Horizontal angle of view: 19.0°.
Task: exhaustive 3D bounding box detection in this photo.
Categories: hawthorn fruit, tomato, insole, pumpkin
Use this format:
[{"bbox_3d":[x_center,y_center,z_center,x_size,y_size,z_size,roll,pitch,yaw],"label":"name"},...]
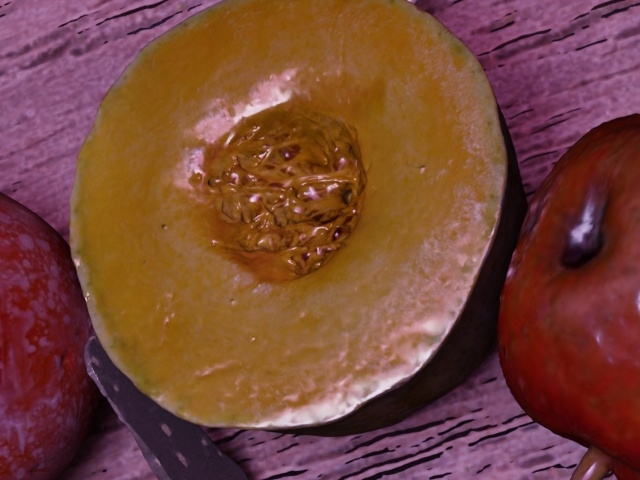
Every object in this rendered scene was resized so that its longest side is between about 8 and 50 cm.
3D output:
[{"bbox_3d":[0.243,0.045,1.300,0.258,0.258,0.261,16,115,17],"label":"hawthorn fruit"},{"bbox_3d":[-0.282,0.084,1.424,0.270,0.227,0.270,2,95,30],"label":"tomato"},{"bbox_3d":[-0.092,0.166,1.392,0.011,0.081,0.248,-30,101,33],"label":"insole"},{"bbox_3d":[0.000,0.000,1.404,0.332,0.199,0.332,-7,67,16],"label":"pumpkin"}]

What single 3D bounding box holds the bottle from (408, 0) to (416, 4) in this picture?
[{"bbox_3d":[0.039,-0.250,1.478,0.147,0.147,0.236,42,97,20],"label":"bottle"}]
